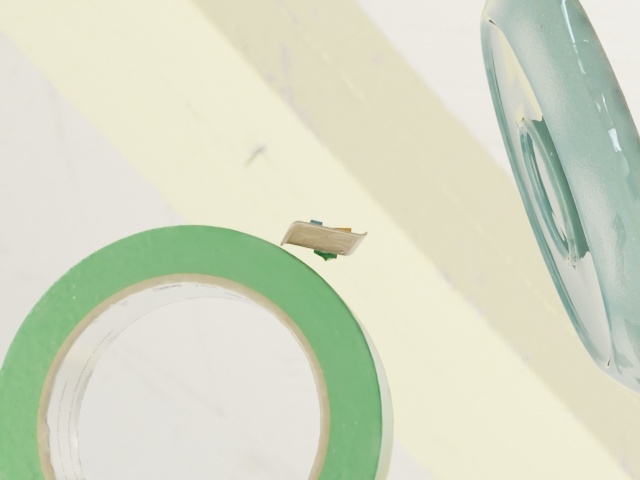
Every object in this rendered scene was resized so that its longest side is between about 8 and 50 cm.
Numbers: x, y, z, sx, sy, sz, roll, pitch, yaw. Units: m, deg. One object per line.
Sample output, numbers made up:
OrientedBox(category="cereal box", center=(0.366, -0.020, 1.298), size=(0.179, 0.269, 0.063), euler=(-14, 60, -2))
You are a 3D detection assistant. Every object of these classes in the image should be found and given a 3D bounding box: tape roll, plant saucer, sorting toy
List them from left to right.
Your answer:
OrientedBox(category="tape roll", center=(-0.104, 0.150, 1.113), size=(0.077, 0.321, 0.321), euler=(51, -155, -75))
OrientedBox(category="sorting toy", center=(0.000, 0.000, 1.093), size=(0.062, 0.083, 0.012), euler=(8, -107, -8))
OrientedBox(category="plant saucer", center=(0.166, -0.037, 0.906), size=(0.317, 0.044, 0.317), euler=(-20, -90, -88))
